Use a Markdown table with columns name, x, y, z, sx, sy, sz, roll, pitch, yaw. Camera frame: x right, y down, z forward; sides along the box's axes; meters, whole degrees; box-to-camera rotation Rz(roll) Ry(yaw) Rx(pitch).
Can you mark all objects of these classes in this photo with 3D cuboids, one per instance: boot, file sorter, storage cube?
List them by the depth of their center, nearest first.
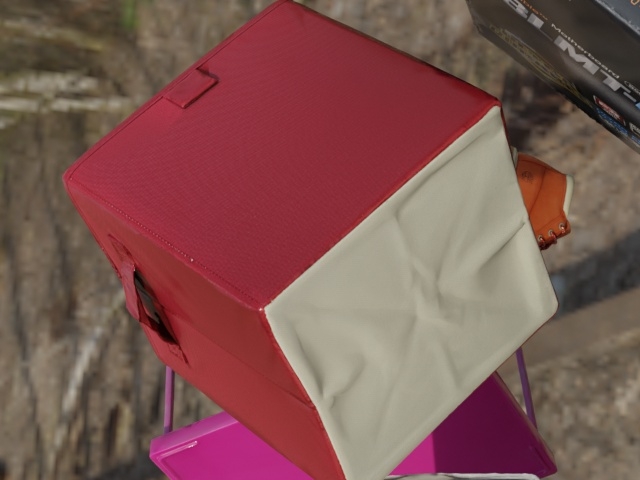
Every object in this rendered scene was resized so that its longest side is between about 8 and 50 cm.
| name | x | y | z | sx | sy | sz | roll | pitch | yaw |
| --- | --- | --- | --- | --- | --- | --- | --- | --- | --- |
| storage cube | 0.000 | 0.000 | 0.969 | 0.193 | 0.215 | 0.184 | 32 | 155 | 42 |
| boot | 0.175 | -0.002 | 1.403 | 0.059 | 0.084 | 0.158 | 132 | 156 | -66 |
| file sorter | 0.027 | 0.131 | 1.443 | 0.290 | 0.202 | 0.182 | -23 | 40 | 17 |

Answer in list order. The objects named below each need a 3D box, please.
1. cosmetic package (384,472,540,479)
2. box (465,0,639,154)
| name | x | y | z | sx | sy | sz | roll | pitch | yaw |
| --- | --- | --- | --- | --- | --- | --- | --- | --- | --- |
| cosmetic package | 0.078 | 0.302 | 1.100 | 0.129 | 0.153 | 0.296 | -85 | -10 | -49 |
| box | 0.204 | -0.115 | 0.996 | 0.073 | 0.295 | 0.293 | -50 | -16 | 1 |
